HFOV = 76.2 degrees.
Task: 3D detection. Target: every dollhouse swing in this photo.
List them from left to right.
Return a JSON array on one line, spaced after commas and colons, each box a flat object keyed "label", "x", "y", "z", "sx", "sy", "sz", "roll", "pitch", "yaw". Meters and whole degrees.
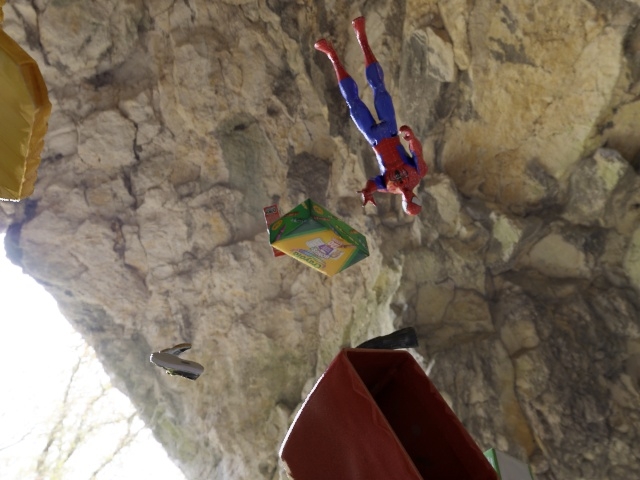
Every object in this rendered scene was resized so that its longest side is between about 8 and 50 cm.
[{"label": "dollhouse swing", "x": -0.525, "y": -0.302, "z": 0.688, "sx": 0.305, "sy": 0.315, "sz": 0.347, "roll": 34, "pitch": -50, "yaw": -15}]

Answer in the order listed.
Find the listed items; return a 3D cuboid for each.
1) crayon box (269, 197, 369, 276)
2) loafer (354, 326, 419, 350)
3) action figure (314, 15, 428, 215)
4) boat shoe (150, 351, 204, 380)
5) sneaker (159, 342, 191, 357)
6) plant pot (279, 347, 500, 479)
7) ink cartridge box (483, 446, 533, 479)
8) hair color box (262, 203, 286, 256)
[{"label": "crayon box", "x": 0.000, "y": 0.000, "z": 1.244, "sx": 0.165, "sy": 0.081, "sz": 0.279, "roll": -32, "pitch": -43, "yaw": 29}, {"label": "loafer", "x": 0.210, "y": 0.341, "z": 1.305, "sx": 0.224, "sy": 0.078, "sz": 0.076, "roll": -15, "pitch": -18, "yaw": -11}, {"label": "action figure", "x": 0.074, "y": -0.156, "z": 0.554, "sx": 0.092, "sy": 0.280, "sz": 0.139, "roll": -23, "pitch": 9, "yaw": 21}, {"label": "boat shoe", "x": -0.355, "y": 0.313, "z": 1.003, "sx": 0.142, "sy": 0.049, "sz": 0.040, "roll": 31, "pitch": -90, "yaw": -35}, {"label": "sneaker", "x": -0.379, "y": 0.296, "z": 1.072, "sx": 0.083, "sy": 0.036, "sz": 0.032, "roll": -14, "pitch": 6, "yaw": -29}, {"label": "plant pot", "x": 0.092, "y": 0.366, "z": 0.695, "sx": 0.235, "sy": 0.267, "sz": 0.267, "roll": -46, "pitch": -35, "yaw": 16}, {"label": "ink cartridge box", "x": 0.355, "y": 0.640, "z": 0.925, "sx": 0.117, "sy": 0.201, "sz": 0.278, "roll": 29, "pitch": -57, "yaw": -11}, {"label": "hair color box", "x": -0.139, "y": -0.028, "z": 1.355, "sx": 0.054, "sy": 0.167, "sz": 0.093, "roll": -14, "pitch": -7, "yaw": 6}]
